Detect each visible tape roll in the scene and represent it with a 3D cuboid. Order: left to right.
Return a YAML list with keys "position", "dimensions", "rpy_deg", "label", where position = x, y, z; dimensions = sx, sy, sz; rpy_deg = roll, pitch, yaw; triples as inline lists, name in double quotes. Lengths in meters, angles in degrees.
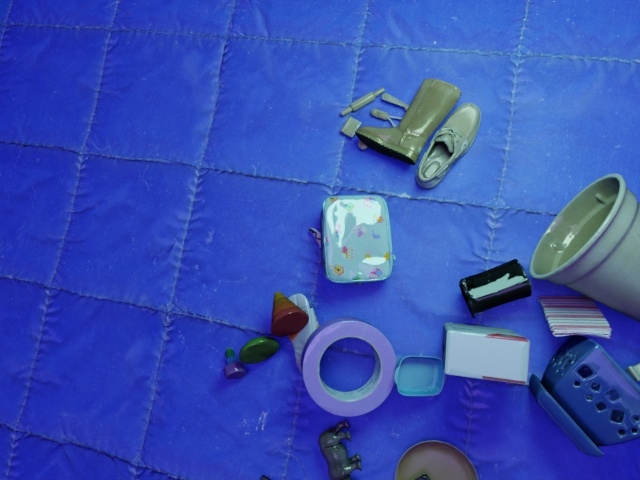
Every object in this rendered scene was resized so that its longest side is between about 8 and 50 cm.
- position: [0.081, 0.368, 1.436]
  dimensions: [0.274, 0.090, 0.275]
  rpy_deg: [0, 89, -6]
  label: "tape roll"

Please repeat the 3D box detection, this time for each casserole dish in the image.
- position: [0.284, 0.391, 1.416]
  dimensions: [0.188, 0.037, 0.114]
  rpy_deg: [9, 84, -27]
  label: "casserole dish"

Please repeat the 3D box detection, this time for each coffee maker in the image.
- position: [0.496, 0.136, 1.376]
  dimensions: [0.178, 0.171, 0.120]
  rpy_deg: [-23, 78, 8]
  label: "coffee maker"

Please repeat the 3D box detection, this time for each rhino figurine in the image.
- position: [0.069, 0.672, 1.447]
  dimensions: [0.106, 0.073, 0.243]
  rpy_deg: [-21, 80, 5]
  label: "rhino figurine"

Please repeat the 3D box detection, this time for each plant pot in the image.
- position: [0.334, 0.698, 1.406]
  dimensions: [0.236, 0.032, 0.236]
  rpy_deg: [-2, 82, 11]
  label: "plant pot"
- position: [0.694, 0.405, 1.269]
  dimensions: [0.212, 0.236, 0.236]
  rpy_deg: [-42, 77, 10]
  label: "plant pot"
- position: [0.786, 0.049, 1.273]
  dimensions: [0.305, 0.334, 0.334]
  rpy_deg: [35, 91, 4]
  label: "plant pot"

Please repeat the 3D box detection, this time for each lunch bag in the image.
- position: [0.114, 0.002, 1.502]
  dimensions: [0.224, 0.108, 0.279]
  rpy_deg: [-3, 84, -5]
  label: "lunch bag"

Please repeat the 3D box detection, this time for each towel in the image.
- position: [0.686, 0.205, 1.327]
  dimensions: [0.144, 0.197, 0.029]
  rpy_deg: [0, 111, 13]
  label: "towel"

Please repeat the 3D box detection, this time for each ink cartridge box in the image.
- position: [0.434, 0.296, 1.318]
  dimensions: [0.197, 0.273, 0.114]
  rpy_deg: [4, 87, 13]
  label: "ink cartridge box"

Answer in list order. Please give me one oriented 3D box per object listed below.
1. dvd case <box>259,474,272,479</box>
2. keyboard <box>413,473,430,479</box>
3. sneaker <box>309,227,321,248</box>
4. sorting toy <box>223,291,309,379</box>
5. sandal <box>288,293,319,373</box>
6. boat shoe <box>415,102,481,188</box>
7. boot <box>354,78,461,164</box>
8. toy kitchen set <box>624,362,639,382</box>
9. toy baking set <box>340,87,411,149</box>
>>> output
- position: [-0.113, 0.865, 1.486]
  dimensions: [0.253, 0.022, 0.180]
  rpy_deg: [26, 87, 15]
  label: "dvd case"
- position: [0.257, 0.760, 1.387]
  dimensions: [0.180, 0.023, 0.108]
  rpy_deg: [-36, 70, 6]
  label: "keyboard"
- position: [0.000, 0.000, 1.573]
  dimensions: [0.109, 0.040, 0.044]
  rpy_deg: [41, 94, 15]
  label: "sneaker"
- position: [-0.192, 0.287, 1.519]
  dimensions: [0.365, 0.127, 0.126]
  rpy_deg: [-45, 50, 23]
  label: "sorting toy"
- position: [-0.047, 0.295, 1.527]
  dimensions: [0.102, 0.076, 0.265]
  rpy_deg: [-11, 90, 30]
  label: "sandal"
- position: [0.395, -0.298, 1.497]
  dimensions: [0.109, 0.098, 0.302]
  rpy_deg: [35, 91, 15]
  label: "boat shoe"
- position: [0.271, -0.389, 1.525]
  dimensions: [0.236, 0.089, 0.269]
  rpy_deg: [29, 83, 19]
  label: "boot"
- position: [0.946, 0.404, 1.289]
  dimensions: [0.166, 0.122, 0.207]
  rpy_deg: [-30, 57, 7]
  label: "toy kitchen set"
- position: [0.193, -0.399, 1.594]
  dimensions: [0.256, 0.030, 0.197]
  rpy_deg: [-33, 79, 6]
  label: "toy baking set"
